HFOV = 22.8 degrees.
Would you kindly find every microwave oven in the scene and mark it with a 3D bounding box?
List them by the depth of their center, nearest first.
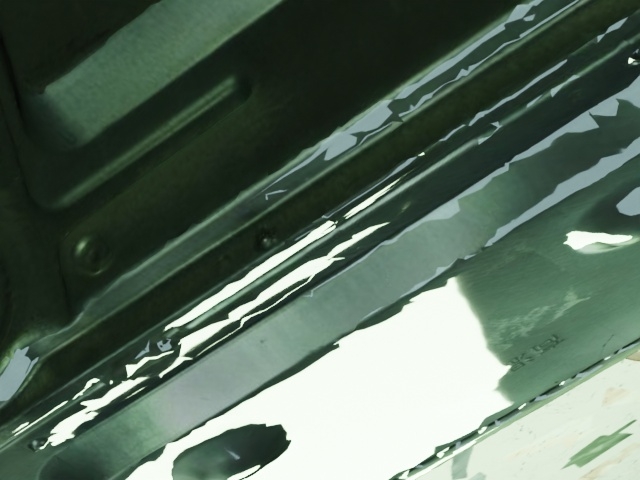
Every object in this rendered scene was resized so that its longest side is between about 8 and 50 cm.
[{"bbox_3d":[0.014,-0.112,0.560,0.394,0.333,0.247,-34,148,20],"label":"microwave oven"}]

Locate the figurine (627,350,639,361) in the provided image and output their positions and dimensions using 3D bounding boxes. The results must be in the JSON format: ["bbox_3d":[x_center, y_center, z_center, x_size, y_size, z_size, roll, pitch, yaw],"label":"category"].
[{"bbox_3d":[0.353,-0.013,1.153,0.277,0.248,0.388,-11,160,30],"label":"figurine"}]
